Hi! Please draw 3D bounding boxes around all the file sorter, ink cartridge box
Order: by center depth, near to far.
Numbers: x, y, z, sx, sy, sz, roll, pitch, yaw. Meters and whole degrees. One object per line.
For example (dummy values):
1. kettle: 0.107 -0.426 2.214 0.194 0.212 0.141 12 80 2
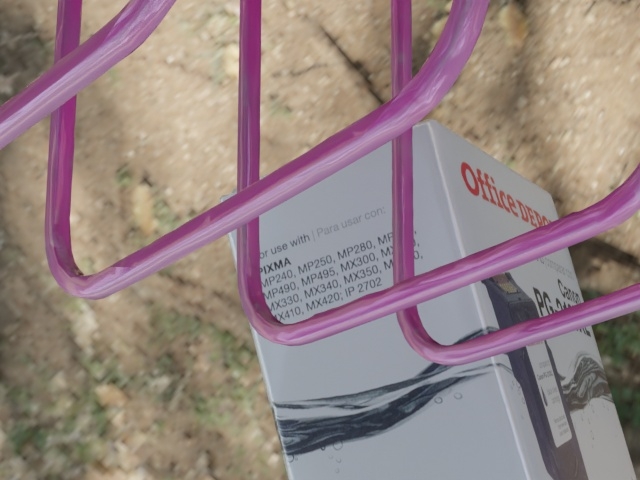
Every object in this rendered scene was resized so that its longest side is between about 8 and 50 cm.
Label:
1. file sorter: -0.024 -0.086 0.444 0.202 0.290 0.182 -25 58 49
2. ink cartridge box: 0.061 0.086 0.699 0.100 0.172 0.237 -20 74 19
